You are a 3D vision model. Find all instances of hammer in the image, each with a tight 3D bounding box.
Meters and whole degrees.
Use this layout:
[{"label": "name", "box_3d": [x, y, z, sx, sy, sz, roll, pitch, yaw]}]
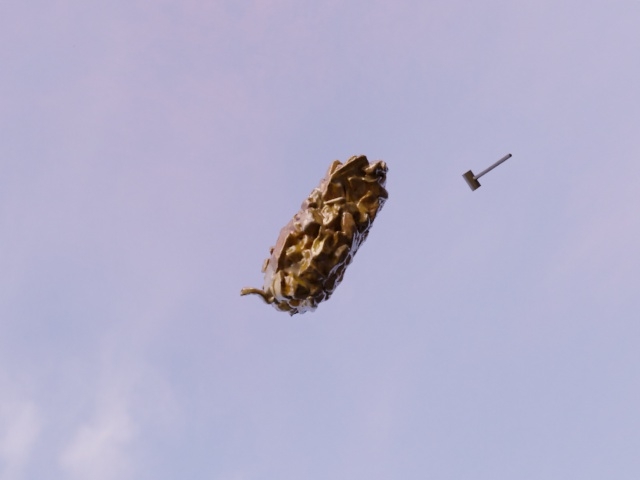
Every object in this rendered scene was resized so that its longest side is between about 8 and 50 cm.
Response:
[{"label": "hammer", "box_3d": [0.284, -0.120, 1.026, 0.019, 0.110, 0.035, -32, -94, -31]}]

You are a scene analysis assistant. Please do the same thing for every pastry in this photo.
[{"label": "pastry", "box_3d": [0.000, 0.000, 0.800, 0.102, 0.154, 0.250, 35, -112, -3]}]
